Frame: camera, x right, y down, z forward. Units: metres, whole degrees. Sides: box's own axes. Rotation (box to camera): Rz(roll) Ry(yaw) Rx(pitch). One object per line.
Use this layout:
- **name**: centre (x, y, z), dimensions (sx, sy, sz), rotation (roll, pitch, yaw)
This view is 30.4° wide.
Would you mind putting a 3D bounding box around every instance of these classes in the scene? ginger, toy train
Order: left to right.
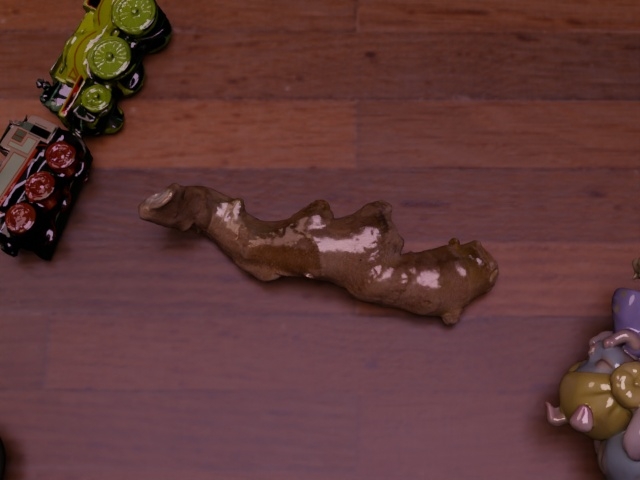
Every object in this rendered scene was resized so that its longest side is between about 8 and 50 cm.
- **toy train**: centre (-0.208, -0.101, 0.978), dimensions (0.085, 0.053, 0.250), rotation (22, 76, 15)
- **ginger**: centre (0.000, 0.000, 0.935), dimensions (0.288, 0.075, 0.089), rotation (16, 98, 1)

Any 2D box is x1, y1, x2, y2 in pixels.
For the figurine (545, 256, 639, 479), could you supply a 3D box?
- **figurine**: centre (0.249, 0.145, 0.864), dimensions (0.155, 0.127, 0.236), rotation (31, 79, -10)

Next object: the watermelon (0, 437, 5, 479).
- **watermelon**: centre (-0.281, 0.180, 0.886), dimensions (0.078, 0.078, 0.111), rotation (24, 75, 7)
